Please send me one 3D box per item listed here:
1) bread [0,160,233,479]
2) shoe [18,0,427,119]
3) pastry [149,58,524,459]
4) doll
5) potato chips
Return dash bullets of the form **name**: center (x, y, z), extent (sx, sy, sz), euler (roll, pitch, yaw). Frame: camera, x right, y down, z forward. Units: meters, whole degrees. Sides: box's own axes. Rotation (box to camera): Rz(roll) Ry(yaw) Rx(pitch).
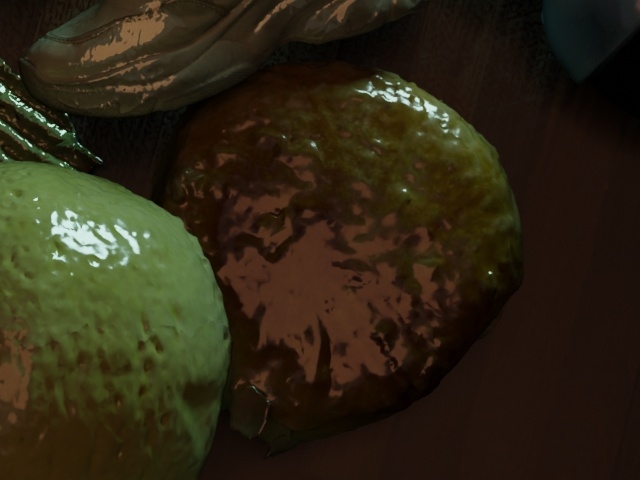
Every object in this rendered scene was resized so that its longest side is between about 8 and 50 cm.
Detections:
- **bread**: center (-0.223, 0.102, 1.360), extent (0.237, 0.320, 0.320), euler (13, 80, -41)
- **shoe**: center (-0.091, -0.232, 1.445), extent (0.342, 0.132, 0.210), euler (-24, 110, -12)
- **pastry**: center (0.000, 0.000, 1.478), extent (0.329, 0.136, 0.330), euler (1, 81, -3)
- **doll**: center (0.300, -0.161, 1.516), extent (0.177, 0.141, 0.314), euler (-43, 90, 1)
- **potato chips**: center (-0.274, -0.107, 1.527), extent (0.207, 0.028, 0.092), euler (45, 81, 0)
